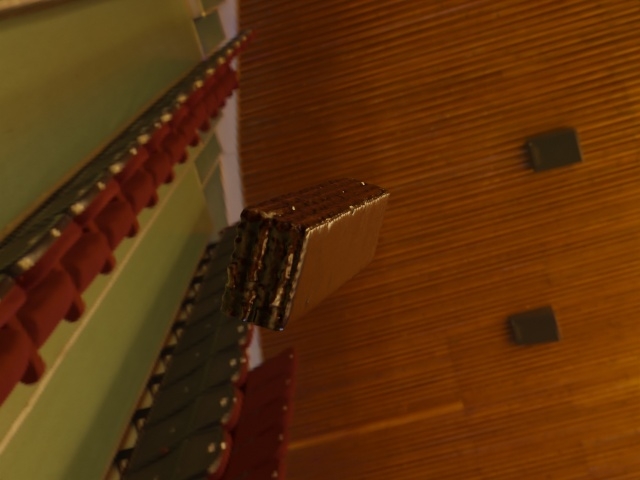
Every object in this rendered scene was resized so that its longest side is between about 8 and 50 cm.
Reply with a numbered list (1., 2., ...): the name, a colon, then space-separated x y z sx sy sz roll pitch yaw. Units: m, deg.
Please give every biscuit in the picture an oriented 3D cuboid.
1. biscuit: 0.000 0.000 0.931 0.388 0.073 0.107 -29 135 -72
